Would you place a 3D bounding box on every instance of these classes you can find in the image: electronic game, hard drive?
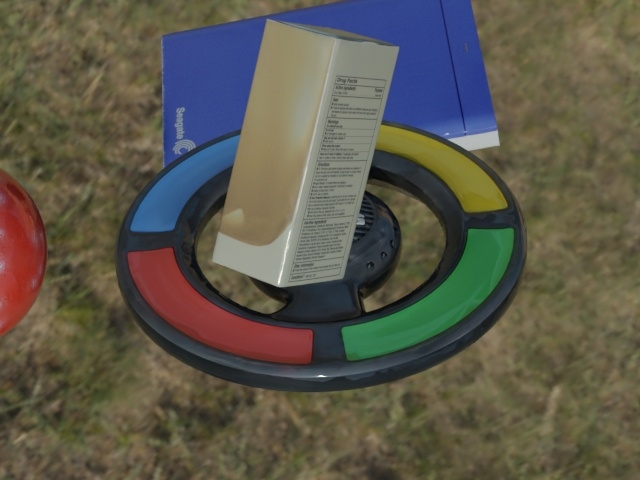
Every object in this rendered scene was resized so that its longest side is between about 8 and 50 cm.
[{"bbox_3d":[0.000,0.000,0.823,0.229,0.048,0.229,-2,39,1],"label":"electronic game"},{"bbox_3d":[0.002,-0.151,1.460,0.318,0.040,0.210,-10,51,5],"label":"hard drive"}]

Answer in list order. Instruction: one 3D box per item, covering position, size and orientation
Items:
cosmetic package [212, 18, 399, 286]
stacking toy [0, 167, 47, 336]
[{"bbox_3d":[-0.007,-0.040,0.676,0.060,0.041,0.115,-3,109,-59],"label":"cosmetic package"},{"bbox_3d":[-0.285,0.011,0.637,0.330,0.141,0.141,1,66,-15],"label":"stacking toy"}]
